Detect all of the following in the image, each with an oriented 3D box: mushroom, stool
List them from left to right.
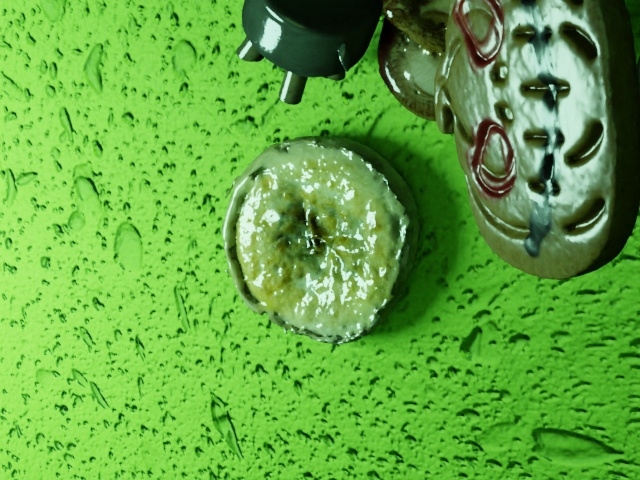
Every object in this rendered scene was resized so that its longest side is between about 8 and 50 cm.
[{"bbox_3d":[-0.016,-0.272,1.723,0.153,0.228,0.139,10,139,-12],"label":"stool"},{"bbox_3d":[0.164,-0.245,1.664,0.194,0.138,0.231,23,124,-1],"label":"mushroom"}]

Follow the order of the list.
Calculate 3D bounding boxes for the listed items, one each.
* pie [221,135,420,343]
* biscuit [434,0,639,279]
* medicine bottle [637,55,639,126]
[{"bbox_3d":[0.000,0.000,1.829,0.274,0.055,0.274,6,105,21],"label":"pie"},{"bbox_3d":[0.204,-0.142,1.489,0.314,0.063,0.368,13,113,59],"label":"biscuit"},{"bbox_3d":[0.453,-0.159,1.465,0.241,0.302,0.241,6,106,22],"label":"medicine bottle"}]
